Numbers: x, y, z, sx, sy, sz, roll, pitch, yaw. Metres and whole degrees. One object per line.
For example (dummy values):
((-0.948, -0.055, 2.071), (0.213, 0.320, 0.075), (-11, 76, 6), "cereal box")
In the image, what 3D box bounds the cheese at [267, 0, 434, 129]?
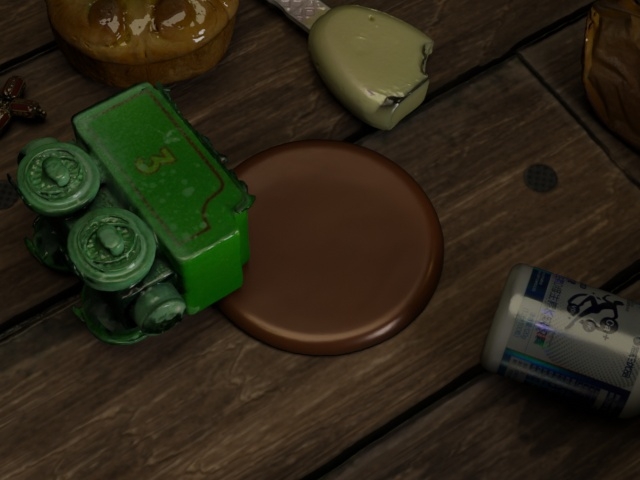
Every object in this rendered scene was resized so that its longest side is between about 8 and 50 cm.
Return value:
((0.019, -0.229, 1.348), (0.127, 0.050, 0.255), (-40, 68, -21), "cheese")

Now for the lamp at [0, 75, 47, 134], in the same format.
((-0.338, -0.134, 1.295), (0.083, 0.031, 0.063), (-31, 64, -14), "lamp")

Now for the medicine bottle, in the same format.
((0.252, 0.099, 1.132), (0.191, 0.107, 0.107), (19, 61, 9), "medicine bottle")

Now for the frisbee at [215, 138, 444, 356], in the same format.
((0.000, 0.000, 1.233), (0.251, 0.021, 0.251), (1, 61, -1), "frisbee")

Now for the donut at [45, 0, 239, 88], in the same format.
((-0.191, -0.267, 1.327), (0.226, 0.114, 0.226), (1, 60, -1), "donut")

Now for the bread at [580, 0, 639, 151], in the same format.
((0.364, -0.183, 1.252), (0.199, 0.199, 0.104), (40, 62, 19), "bread")

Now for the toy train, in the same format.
((-0.177, -0.024, 1.172), (0.188, 0.132, 0.243), (-30, 61, -19), "toy train")
